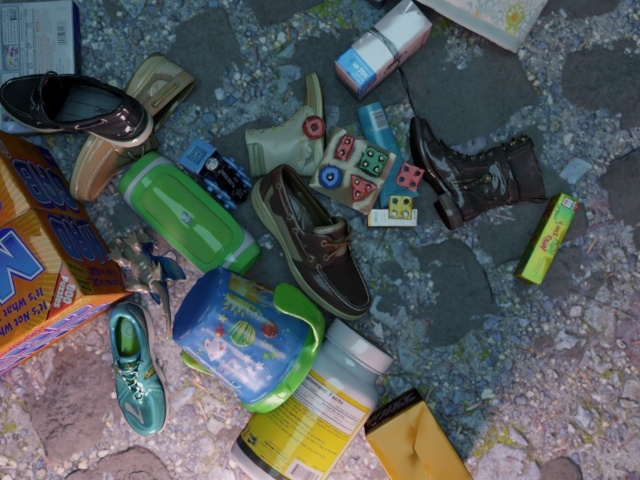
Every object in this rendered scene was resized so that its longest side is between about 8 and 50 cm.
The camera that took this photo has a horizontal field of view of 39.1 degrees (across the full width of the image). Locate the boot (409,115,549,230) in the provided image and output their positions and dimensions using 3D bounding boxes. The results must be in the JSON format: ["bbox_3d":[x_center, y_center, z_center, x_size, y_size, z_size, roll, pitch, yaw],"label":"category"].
[{"bbox_3d":[0.318,-0.162,1.813,0.229,0.091,0.263,-24,92,-5],"label":"boot"}]

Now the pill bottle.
[{"bbox_3d":[-0.008,0.324,1.745,0.188,0.188,0.334,35,89,2],"label":"pill bottle"}]

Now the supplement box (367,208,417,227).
[{"bbox_3d":[0.144,-0.044,1.816,0.098,0.062,0.036,0,86,1],"label":"supplement box"}]

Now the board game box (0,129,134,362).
[{"bbox_3d":[-0.628,0.045,1.685,0.356,0.356,0.356,-32,87,1],"label":"board game box"}]

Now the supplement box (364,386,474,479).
[{"bbox_3d":[0.186,0.405,1.732,0.129,0.194,0.191,-32,88,0],"label":"supplement box"}]

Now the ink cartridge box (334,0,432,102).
[{"bbox_3d":[0.122,-0.376,1.789,0.191,0.139,0.082,-41,86,0],"label":"ink cartridge box"}]

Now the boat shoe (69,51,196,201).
[{"bbox_3d":[-0.378,-0.212,1.806,0.110,0.121,0.341,33,88,3],"label":"boat shoe"}]

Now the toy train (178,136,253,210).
[{"bbox_3d":[-0.202,-0.128,1.775,0.105,0.184,0.080,34,83,21],"label":"toy train"}]

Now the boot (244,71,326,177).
[{"bbox_3d":[-0.072,-0.232,1.823,0.165,0.077,0.213,-1,88,4],"label":"boot"}]

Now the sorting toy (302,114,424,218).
[{"bbox_3d":[0.071,-0.132,1.760,0.274,0.046,0.132,26,94,0],"label":"sorting toy"}]

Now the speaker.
[{"bbox_3d":[-0.259,-0.040,1.795,0.296,0.131,0.131,42,90,3],"label":"speaker"}]

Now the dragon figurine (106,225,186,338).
[{"bbox_3d":[-0.324,0.067,1.759,0.085,0.144,0.289,-44,65,4],"label":"dragon figurine"}]

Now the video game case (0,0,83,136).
[{"bbox_3d":[-0.617,-0.349,1.847,0.244,0.061,0.269,-2,88,0],"label":"video game case"}]

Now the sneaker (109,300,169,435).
[{"bbox_3d":[-0.376,0.258,1.795,0.107,0.110,0.275,-14,88,1],"label":"sneaker"}]

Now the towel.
[{"bbox_3d":[0.312,-0.576,1.722,0.374,0.090,0.320,23,109,-24],"label":"towel"}]

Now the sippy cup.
[{"bbox_3d":[-0.148,0.171,1.698,0.224,0.240,0.305,36,103,-22],"label":"sippy cup"}]

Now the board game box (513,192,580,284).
[{"bbox_3d":[0.449,-0.002,1.791,0.043,0.092,0.181,26,89,3],"label":"board game box"}]

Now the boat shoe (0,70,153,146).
[{"bbox_3d":[-0.487,-0.267,1.715,0.340,0.113,0.127,21,74,20],"label":"boat shoe"}]

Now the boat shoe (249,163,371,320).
[{"bbox_3d":[0.000,0.000,1.764,0.123,0.123,0.342,-32,87,-44],"label":"boat shoe"}]

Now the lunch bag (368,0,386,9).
[{"bbox_3d":[0.102,-0.517,1.829,0.083,0.071,0.053,38,91,3],"label":"lunch bag"}]

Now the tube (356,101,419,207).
[{"bbox_3d":[0.130,-0.176,1.830,0.080,0.052,0.207,-18,93,6],"label":"tube"}]
